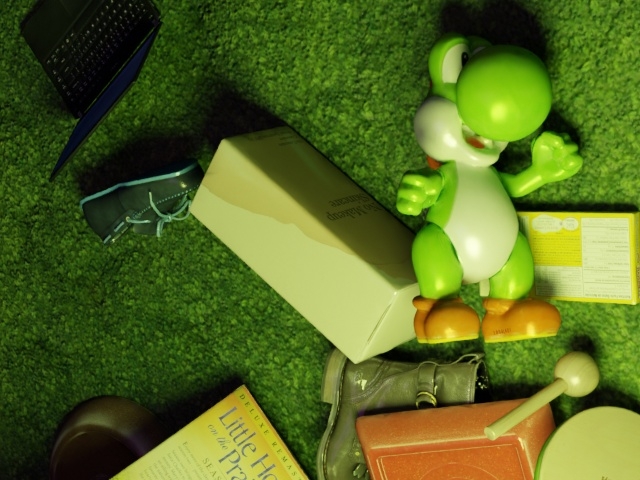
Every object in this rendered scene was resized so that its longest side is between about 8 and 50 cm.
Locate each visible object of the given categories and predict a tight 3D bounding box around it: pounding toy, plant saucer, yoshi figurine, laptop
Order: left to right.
[{"bbox_3d":[-0.341,-0.258,2.101,0.234,0.136,0.264,-43,74,35],"label":"laptop"},{"bbox_3d":[-0.309,0.390,2.286,0.311,0.050,0.310,9,105,36],"label":"plant saucer"},{"bbox_3d":[0.181,0.329,1.843,0.258,0.048,0.259,-10,105,27],"label":"plant saucer"},{"bbox_3d":[0.189,-0.068,1.704,0.203,0.203,0.362,-6,83,21],"label":"yoshi figurine"},{"bbox_3d":[0.295,0.265,1.741,0.237,0.183,0.110,55,159,-2],"label":"pounding toy"}]

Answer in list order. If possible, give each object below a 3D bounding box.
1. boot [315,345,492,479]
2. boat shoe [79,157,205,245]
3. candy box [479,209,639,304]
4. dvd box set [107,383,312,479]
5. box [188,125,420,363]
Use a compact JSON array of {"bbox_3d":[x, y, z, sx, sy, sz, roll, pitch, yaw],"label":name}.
[{"bbox_3d":[0.113,0.252,1.909,0.229,0.091,0.263,8,110,30],"label":"boot"},{"bbox_3d":[-0.234,-0.051,2.107,0.258,0.109,0.089,-15,99,55],"label":"boat shoe"},{"bbox_3d":[0.277,0.017,1.764,0.206,0.027,0.105,2,101,37],"label":"candy box"},{"bbox_3d":[-0.187,0.437,2.033,0.420,0.062,0.307,-36,74,-3],"label":"dvd box set"},{"bbox_3d":[0.000,0.000,1.899,0.311,0.148,0.121,41,121,21],"label":"box"}]
